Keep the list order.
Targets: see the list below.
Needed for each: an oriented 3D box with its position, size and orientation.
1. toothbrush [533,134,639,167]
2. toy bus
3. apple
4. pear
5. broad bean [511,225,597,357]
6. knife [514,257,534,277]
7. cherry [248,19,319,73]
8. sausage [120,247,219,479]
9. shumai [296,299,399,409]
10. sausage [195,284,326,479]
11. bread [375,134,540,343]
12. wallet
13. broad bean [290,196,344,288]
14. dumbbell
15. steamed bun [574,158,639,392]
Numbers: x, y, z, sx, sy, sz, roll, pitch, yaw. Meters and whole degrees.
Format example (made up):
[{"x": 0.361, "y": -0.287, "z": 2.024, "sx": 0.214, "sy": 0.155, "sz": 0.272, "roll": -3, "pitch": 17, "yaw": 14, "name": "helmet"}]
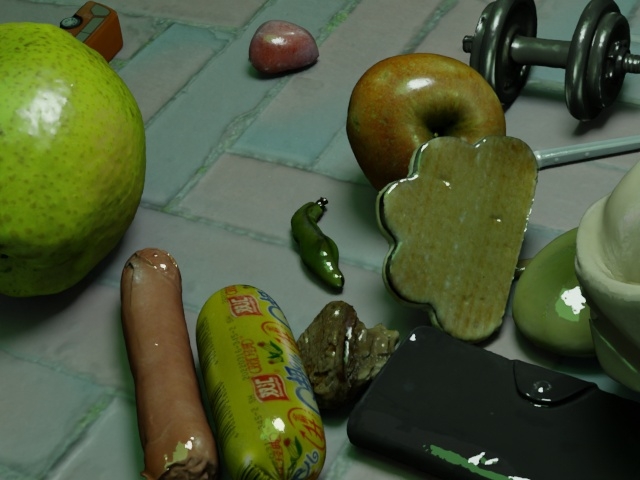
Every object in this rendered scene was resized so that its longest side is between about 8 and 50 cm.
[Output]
[{"x": 0.481, "y": -0.151, "z": 1.625, "sx": 0.342, "sy": 0.025, "sz": 0.030, "roll": -12, "pitch": 36, "yaw": 1, "name": "toothbrush"}, {"x": -0.488, "y": -0.293, "z": 1.988, "sx": 0.092, "sy": 0.093, "sz": 0.409, "roll": 14, "pitch": 47, "yaw": 17, "name": "toy bus"}, {"x": 0.144, "y": -0.151, "z": 1.554, "sx": 0.236, "sy": 0.237, "sz": 0.207, "roll": -21, "pitch": 13, "yaw": -10, "name": "apple"}, {"x": -0.424, "y": -0.107, "z": 1.554, "sx": 0.390, "sy": 0.391, "sz": 0.391, "roll": -7, "pitch": 41, "yaw": 6, "name": "pear"}, {"x": 0.364, "y": 0.052, "z": 1.373, "sx": 0.263, "sy": 0.121, "sz": 0.189, "roll": -37, "pitch": 50, "yaw": -5, "name": "broad bean"}, {"x": 0.373, "y": 0.016, "z": 1.468, "sx": 0.297, "sy": 0.017, "sz": 0.047, "roll": -8, "pitch": 37, "yaw": 5, "name": "knife"}, {"x": -0.072, "y": -0.348, "z": 1.945, "sx": 0.126, "sy": 0.087, "sz": 0.106, "roll": -16, "pitch": 45, "yaw": 0, "name": "cherry"}, {"x": -0.202, "y": 0.152, "z": 1.401, "sx": 0.094, "sy": 0.094, "sz": 0.419, "roll": -24, "pitch": 42, "yaw": 3, "name": "sausage"}, {"x": 0.027, "y": 0.152, "z": 1.363, "sx": 0.123, "sy": 0.105, "sz": 0.139, "roll": -43, "pitch": 14, "yaw": 35, "name": "shumai"}, {"x": -0.076, "y": 0.174, "z": 1.320, "sx": 0.123, "sy": 0.123, "sz": 0.347, "roll": -17, "pitch": 42, "yaw": -5, "name": "sausage"}, {"x": 0.168, "y": -0.019, "z": 1.415, "sx": 0.207, "sy": 0.056, "sz": 0.287, "roll": 22, "pitch": 74, "yaw": -5, "name": "bread"}, {"x": 0.231, "y": 0.220, "z": 1.248, "sx": 0.377, "sy": 0.051, "sz": 0.197, "roll": 19, "pitch": 49, "yaw": 29, "name": "wallet"}, {"x": -0.008, "y": 0.000, "z": 1.563, "sx": 0.061, "sy": 0.046, "sz": 0.195, "roll": -14, "pitch": 39, "yaw": 3, "name": "broad bean"}, {"x": 0.356, "y": -0.289, "z": 1.691, "sx": 0.289, "sy": 0.192, "sz": 0.192, "roll": 13, "pitch": 47, "yaw": 28, "name": "dumbbell"}, {"x": 0.417, "y": 0.053, "z": 1.172, "sx": 0.255, "sy": 0.368, "sz": 0.342, "roll": -16, "pitch": 30, "yaw": 42, "name": "steamed bun"}]
